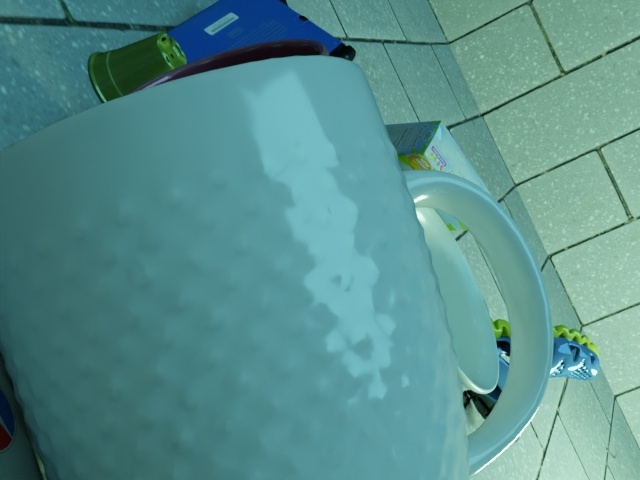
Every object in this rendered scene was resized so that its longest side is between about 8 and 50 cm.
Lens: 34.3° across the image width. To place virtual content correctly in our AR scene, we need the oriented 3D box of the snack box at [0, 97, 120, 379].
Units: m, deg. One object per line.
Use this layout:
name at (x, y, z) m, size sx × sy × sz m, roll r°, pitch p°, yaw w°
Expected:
snack box at (-0.166, 0.034, 0.900) m, size 0.187 × 0.060 × 0.322 m, roll 53°, pitch 24°, yaw -30°

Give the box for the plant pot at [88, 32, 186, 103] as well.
plant pot at (-0.182, -0.175, 1.073) m, size 0.083 × 0.079 × 0.083 m, roll 51°, pitch 24°, yaw -33°

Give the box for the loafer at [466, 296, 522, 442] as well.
loafer at (0.255, 0.212, 1.723) m, size 0.096 × 0.084 × 0.267 m, roll 118°, pitch -39°, yaw -61°

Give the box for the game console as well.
game console at (-0.079, -0.151, 1.291) m, size 0.250 × 0.173 × 0.293 m, roll 34°, pitch 37°, yaw 4°

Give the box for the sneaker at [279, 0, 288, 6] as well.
sneaker at (-0.065, -0.273, 1.473) m, size 0.090 × 0.081 × 0.232 m, roll 29°, pitch 48°, yaw -55°

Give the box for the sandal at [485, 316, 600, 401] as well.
sandal at (0.288, 0.193, 1.618) m, size 0.317 × 0.126 × 0.138 m, roll 8°, pitch 66°, yaw -13°

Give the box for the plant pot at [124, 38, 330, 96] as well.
plant pot at (-0.064, -0.060, 0.922) m, size 0.201 × 0.201 × 0.180 m, roll -71°, pitch 147°, yaw -62°

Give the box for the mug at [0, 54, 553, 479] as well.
mug at (-0.005, 0.076, 0.684) m, size 0.374 × 0.276 × 0.328 m, roll -17°, pitch 85°, yaw -26°

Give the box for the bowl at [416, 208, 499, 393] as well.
bowl at (0.122, 0.090, 1.434) m, size 0.298 × 0.134 × 0.298 m, roll 51°, pitch 25°, yaw -35°

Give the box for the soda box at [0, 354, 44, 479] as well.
soda box at (-0.243, 0.087, 0.635) m, size 0.069 × 0.074 × 0.216 m, roll 0°, pitch 67°, yaw -68°

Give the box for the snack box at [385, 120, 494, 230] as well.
snack box at (0.126, -0.092, 1.545) m, size 0.174 × 0.207 × 0.070 m, roll 49°, pitch 56°, yaw -35°
